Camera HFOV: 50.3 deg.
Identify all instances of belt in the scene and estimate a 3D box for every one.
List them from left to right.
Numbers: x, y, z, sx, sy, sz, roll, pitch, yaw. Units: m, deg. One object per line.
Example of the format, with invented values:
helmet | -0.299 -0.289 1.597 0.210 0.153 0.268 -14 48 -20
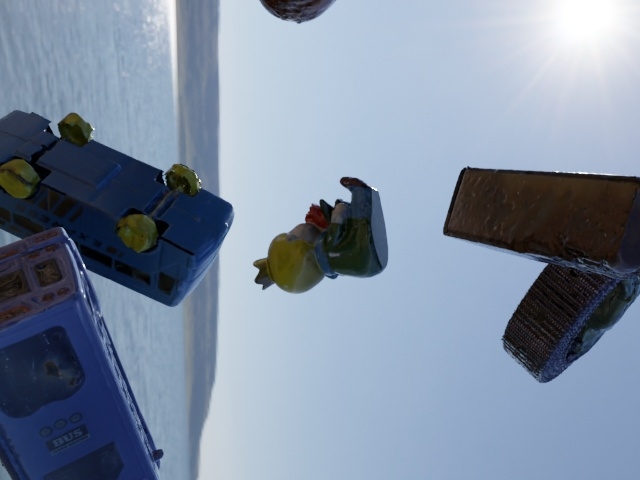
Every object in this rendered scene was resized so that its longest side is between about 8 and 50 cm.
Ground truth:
belt | 0.430 0.095 1.114 0.122 0.260 0.325 44 -52 31

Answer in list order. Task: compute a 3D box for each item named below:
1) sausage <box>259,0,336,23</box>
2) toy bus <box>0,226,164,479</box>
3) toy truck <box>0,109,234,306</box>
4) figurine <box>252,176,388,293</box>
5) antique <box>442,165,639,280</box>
sausage | -0.003 -0.249 0.568 0.179 0.089 0.089 -36 -125 55
toy bus | -0.213 0.146 0.568 0.133 0.125 0.292 42 -32 49
toy truck | -0.323 -0.052 1.005 0.161 0.384 0.162 -63 174 -47
figurine | -0.007 -0.005 1.176 0.127 0.234 0.185 5 76 -61
antique | 0.255 -0.023 0.752 0.310 0.087 0.093 20 -86 69
